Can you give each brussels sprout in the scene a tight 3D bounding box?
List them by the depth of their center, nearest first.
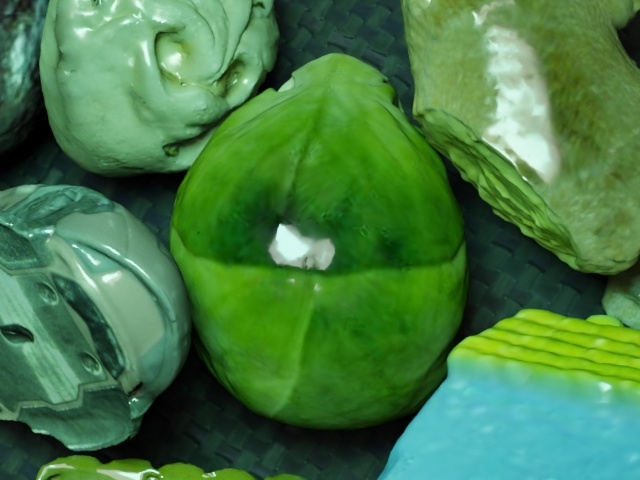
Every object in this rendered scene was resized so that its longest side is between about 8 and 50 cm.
[{"bbox_3d":[0.000,0.000,1.424,0.219,0.210,0.271,2,58,4],"label":"brussels sprout"}]

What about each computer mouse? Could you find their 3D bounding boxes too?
[{"bbox_3d":[-0.204,0.045,1.422,0.115,0.389,0.199,-35,107,-34],"label":"computer mouse"}]

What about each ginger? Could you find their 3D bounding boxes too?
[{"bbox_3d":[0.176,-0.112,1.386,0.275,0.130,0.221,37,72,-3],"label":"ginger"}]

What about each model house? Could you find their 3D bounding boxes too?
[{"bbox_3d":[0.186,0.171,1.310,0.237,0.215,0.303,10,48,32],"label":"model house"}]

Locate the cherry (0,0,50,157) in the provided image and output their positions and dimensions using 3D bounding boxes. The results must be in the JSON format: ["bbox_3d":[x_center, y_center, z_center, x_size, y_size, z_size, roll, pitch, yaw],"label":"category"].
[{"bbox_3d":[-0.302,-0.181,1.497,0.218,0.296,0.255,2,34,-25],"label":"cherry"}]

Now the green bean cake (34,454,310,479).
[{"bbox_3d":[-0.099,0.282,1.386,0.233,0.124,0.236,5,74,11],"label":"green bean cake"}]

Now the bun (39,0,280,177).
[{"bbox_3d":[-0.108,-0.148,1.466,0.133,0.231,0.231,25,78,26],"label":"bun"}]

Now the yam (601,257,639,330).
[{"bbox_3d":[0.277,-0.076,1.470,0.071,0.067,0.317,7,72,31],"label":"yam"}]
